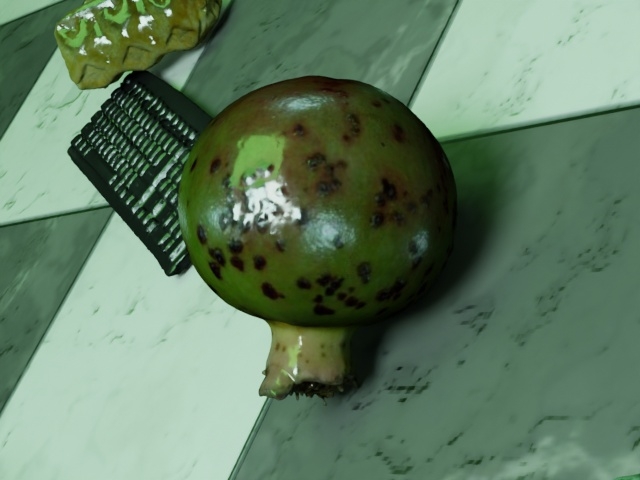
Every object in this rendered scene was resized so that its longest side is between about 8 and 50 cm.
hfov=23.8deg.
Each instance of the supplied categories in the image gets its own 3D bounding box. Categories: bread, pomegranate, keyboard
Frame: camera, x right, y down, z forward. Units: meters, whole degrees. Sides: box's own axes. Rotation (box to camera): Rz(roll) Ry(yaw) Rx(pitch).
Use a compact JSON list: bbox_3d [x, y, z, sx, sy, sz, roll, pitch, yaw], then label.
[{"bbox_3d":[-0.117,-0.146,1.006,0.110,0.060,0.066,-23,41,14],"label":"bread"},{"bbox_3d":[0.003,-0.008,0.642,0.130,0.130,0.130,-34,33,25],"label":"pomegranate"},{"bbox_3d":[-0.100,-0.052,0.929,0.087,0.017,0.250,-50,29,1],"label":"keyboard"}]

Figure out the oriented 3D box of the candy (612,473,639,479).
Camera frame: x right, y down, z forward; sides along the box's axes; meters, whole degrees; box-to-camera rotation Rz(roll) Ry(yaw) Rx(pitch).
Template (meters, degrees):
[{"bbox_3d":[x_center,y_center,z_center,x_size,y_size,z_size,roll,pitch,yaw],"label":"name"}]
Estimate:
[{"bbox_3d":[0.089,0.073,0.432,0.185,0.049,0.055,-20,25,-23],"label":"candy"}]
